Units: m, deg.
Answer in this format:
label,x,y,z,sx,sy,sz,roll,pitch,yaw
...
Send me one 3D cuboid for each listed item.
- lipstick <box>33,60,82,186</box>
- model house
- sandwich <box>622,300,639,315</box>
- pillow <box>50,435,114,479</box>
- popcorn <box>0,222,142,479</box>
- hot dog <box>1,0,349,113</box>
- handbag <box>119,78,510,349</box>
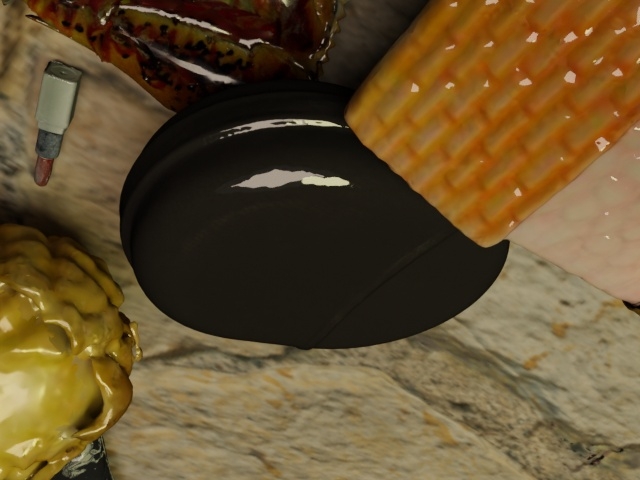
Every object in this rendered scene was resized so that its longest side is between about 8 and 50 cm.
label,x,y,z,sx,sy,sz,roll,pitch,yaw
lipstick,-0.214,-0.087,0.543,0.025,0.025,0.107,16,123,-15
model house,0.165,-0.127,0.421,0.237,0.237,0.202,23,136,-22
sandwich,0.280,-0.045,0.514,0.065,0.214,0.186,31,113,-24
pillow,-0.283,0.213,0.693,0.141,0.055,0.208,-2,118,-7
popcorn,-0.272,0.095,0.545,0.250,0.190,0.250,0,92,-9
hot dog,-0.104,-0.179,0.470,0.270,0.082,0.162,28,112,-20
handbag,0.000,0.001,0.533,0.308,0.093,0.254,13,137,-28
